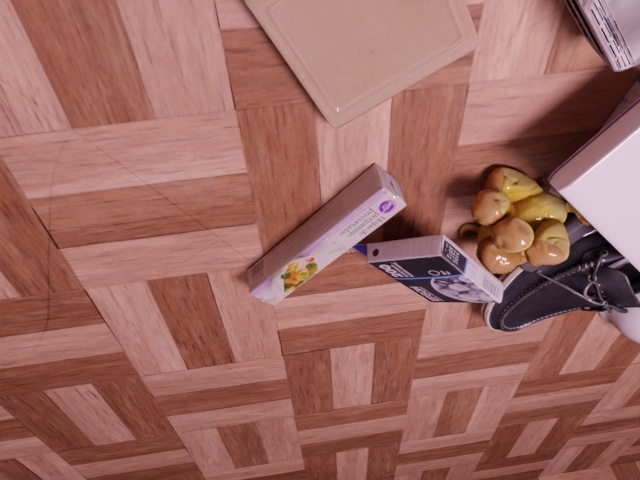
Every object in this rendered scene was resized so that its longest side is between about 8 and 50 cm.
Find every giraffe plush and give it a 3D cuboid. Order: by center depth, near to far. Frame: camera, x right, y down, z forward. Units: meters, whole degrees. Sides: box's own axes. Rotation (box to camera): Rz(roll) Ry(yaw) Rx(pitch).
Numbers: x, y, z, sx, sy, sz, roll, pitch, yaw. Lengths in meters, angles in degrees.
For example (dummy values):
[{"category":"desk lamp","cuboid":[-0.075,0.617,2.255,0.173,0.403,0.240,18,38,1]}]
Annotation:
[{"category":"giraffe plush","cuboid":[0.327,-0.016,0.877,0.210,0.181,0.171,-28,160,-34]}]

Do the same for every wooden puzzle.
[{"category":"wooden puzzle","cuboid":[0.058,-0.268,0.617,0.220,0.044,0.238,-27,140,16]}]

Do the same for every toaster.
[{"category":"toaster","cuboid":[0.367,-0.301,0.579,0.146,0.129,0.226,-34,135,29]}]

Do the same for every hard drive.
[{"category":"hard drive","cuboid":[0.503,-0.082,0.753,0.318,0.040,0.210,28,118,-35]}]

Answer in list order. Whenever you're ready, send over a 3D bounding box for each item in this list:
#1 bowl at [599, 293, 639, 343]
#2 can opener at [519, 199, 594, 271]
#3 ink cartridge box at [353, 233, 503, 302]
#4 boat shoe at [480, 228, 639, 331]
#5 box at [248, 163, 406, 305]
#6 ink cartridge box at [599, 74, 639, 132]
[{"category":"bowl","cuboid":[0.813,0.157,1.154,0.297,0.134,0.298,-6,137,-6]},{"category":"can opener","cuboid":[0.476,-0.040,0.917,0.093,0.074,0.280,23,128,-32]},{"category":"ink cartridge box","cuboid":[0.186,0.059,0.915,0.206,0.045,0.208,32,155,-36]},{"category":"boat shoe","cuboid":[0.548,0.067,0.990,0.500,0.156,0.186,-32,135,24]},{"category":"box","cuboid":[0.000,0.000,0.871,0.063,0.067,0.324,30,123,-36]},{"category":"ink cartridge box","cuboid":[0.491,-0.183,0.755,0.052,0.089,0.123,4,136,-17]}]
